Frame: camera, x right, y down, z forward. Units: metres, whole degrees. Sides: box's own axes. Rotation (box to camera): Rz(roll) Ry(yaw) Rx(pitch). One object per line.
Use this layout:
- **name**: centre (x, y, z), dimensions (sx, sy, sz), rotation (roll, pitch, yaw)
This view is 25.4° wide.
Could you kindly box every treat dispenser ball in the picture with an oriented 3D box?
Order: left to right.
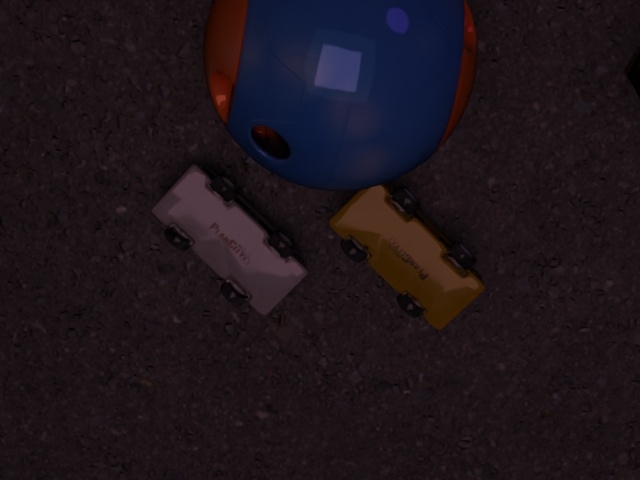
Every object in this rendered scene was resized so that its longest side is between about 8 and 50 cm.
- **treat dispenser ball**: centre (0.021, -0.195, 1.494), dimensions (0.288, 0.288, 0.288), rotation (1, 111, 3)

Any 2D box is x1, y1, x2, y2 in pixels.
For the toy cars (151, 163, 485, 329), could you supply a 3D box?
- **toy cars**: centre (0.000, 0.000, 1.682), dimensions (0.393, 0.087, 0.177), rotation (5, 106, 5)

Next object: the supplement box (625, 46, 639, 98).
- **supplement box**: centre (0.440, -0.209, 1.516), dimensions (0.129, 0.194, 0.191), rotation (27, 110, -7)
